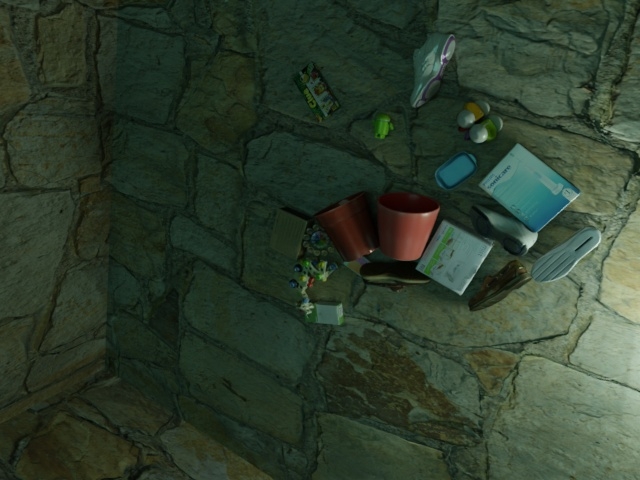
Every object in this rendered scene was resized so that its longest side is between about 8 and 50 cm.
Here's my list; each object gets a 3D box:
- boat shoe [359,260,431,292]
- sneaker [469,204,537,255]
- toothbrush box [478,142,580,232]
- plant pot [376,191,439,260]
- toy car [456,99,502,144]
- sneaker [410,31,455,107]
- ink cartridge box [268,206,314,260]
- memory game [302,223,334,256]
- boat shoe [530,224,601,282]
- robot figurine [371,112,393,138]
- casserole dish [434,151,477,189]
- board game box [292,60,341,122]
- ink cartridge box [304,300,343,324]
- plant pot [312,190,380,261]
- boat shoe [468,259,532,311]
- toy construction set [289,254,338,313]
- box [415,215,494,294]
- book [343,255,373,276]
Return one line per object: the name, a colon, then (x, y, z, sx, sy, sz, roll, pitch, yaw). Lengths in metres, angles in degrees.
boat shoe: (0.364, 0.183, 1.983, 0.343, 0.123, 0.123, -1, 133, 18)
sneaker: (0.755, -0.056, 1.713, 0.297, 0.129, 0.110, 46, 154, 31)
toothbrush box: (0.818, -0.212, 1.626, 0.295, 0.126, 0.216, 43, 118, 11)
plant pot: (0.375, -0.059, 1.832, 0.275, 0.275, 0.242, 14, 118, 24)
toy car: (0.627, -0.465, 1.669, 0.182, 0.159, 0.136, 52, 154, 7)
sneaker: (0.442, -0.714, 1.725, 0.152, 0.114, 0.304, 36, 112, 31)
ink cartridge box: (-0.157, -0.038, 2.198, 0.194, 0.088, 0.234, 26, 113, 21)
memory game: (0.000, 0.000, 2.121, 0.187, 0.012, 0.186, 0, 111, 0)
boat shoe: (0.974, 0.058, 1.630, 0.109, 0.094, 0.302, 49, 125, 12)
robot figurine: (0.279, -0.521, 1.864, 0.101, 0.067, 0.115, 20, 111, 31)
casserole dish: (0.587, -0.301, 1.777, 0.188, 0.037, 0.114, -39, 84, 30)
board game box: (-0.020, -0.718, 1.995, 0.136, 0.030, 0.259, -33, 86, 32)
ink cartridge box: (0.017, 0.388, 2.227, 0.210, 0.062, 0.108, -1, 102, 28)
plant pot: (0.143, -0.058, 1.952, 0.273, 0.272, 0.264, -22, 99, 30)
boat shoe: (0.759, 0.199, 1.783, 0.307, 0.111, 0.104, -45, 54, 34)
toy construction set: (-0.055, 0.218, 2.183, 0.215, 0.151, 0.327, 29, 103, 21)
box: (0.590, 0.065, 1.813, 0.231, 0.127, 0.261, 30, 114, 17)
book: (0.201, 0.120, 2.084, 0.144, 0.035, 0.096, 37, 115, 14)
